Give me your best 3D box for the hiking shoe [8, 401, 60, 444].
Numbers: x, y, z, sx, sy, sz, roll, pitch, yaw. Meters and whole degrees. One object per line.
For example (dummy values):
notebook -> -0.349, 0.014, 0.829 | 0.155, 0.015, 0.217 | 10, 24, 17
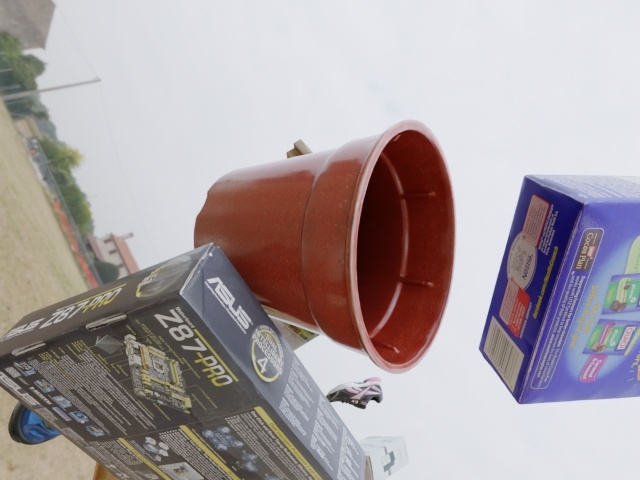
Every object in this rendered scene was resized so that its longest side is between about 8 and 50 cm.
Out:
hiking shoe -> -0.370, 0.250, 0.717 | 0.132, 0.304, 0.113 | -2, -70, 52

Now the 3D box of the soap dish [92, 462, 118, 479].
soap dish -> -0.444, 0.508, 0.982 | 0.291, 0.118, 0.229 | -54, -152, 15

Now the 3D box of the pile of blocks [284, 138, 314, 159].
pile of blocks -> 0.006, -0.041, 0.920 | 0.362, 0.112, 0.149 | 57, -14, -5

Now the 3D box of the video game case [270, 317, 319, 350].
video game case -> -0.095, 0.167, 0.991 | 0.227, 0.026, 0.206 | 41, -54, -14

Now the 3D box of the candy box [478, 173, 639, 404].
candy box -> 0.394, 0.060, 0.507 | 0.122, 0.317, 0.268 | -101, -167, -64

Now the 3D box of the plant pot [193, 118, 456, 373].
plant pot -> 0.000, 0.000, 0.524 | 0.265, 0.272, 0.273 | 4, -62, 36

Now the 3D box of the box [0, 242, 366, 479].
box -> -0.165, 0.222, 0.522 | 0.318, 0.097, 0.395 | -19, -63, 23

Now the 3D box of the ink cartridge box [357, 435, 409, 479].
ink cartridge box -> 0.163, 0.698, 1.308 | 0.153, 0.208, 0.087 | -22, -109, 39

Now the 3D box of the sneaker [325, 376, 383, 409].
sneaker -> 0.105, 0.455, 1.193 | 0.072, 0.178, 0.077 | 99, -22, -56
